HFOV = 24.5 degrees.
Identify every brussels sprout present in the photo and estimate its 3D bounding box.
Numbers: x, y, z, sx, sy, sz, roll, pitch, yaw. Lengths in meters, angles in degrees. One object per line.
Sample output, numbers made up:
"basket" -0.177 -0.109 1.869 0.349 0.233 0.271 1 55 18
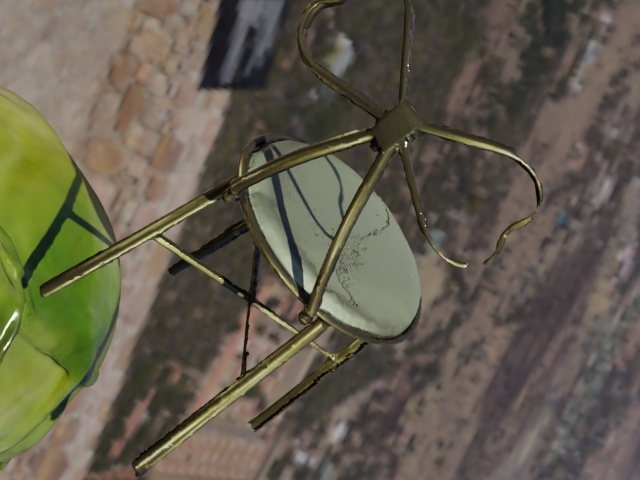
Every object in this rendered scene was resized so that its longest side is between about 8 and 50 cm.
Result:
"brussels sprout" -0.266 0.030 1.024 0.259 0.227 0.294 45 29 -50

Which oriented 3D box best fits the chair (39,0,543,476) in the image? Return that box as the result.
"chair" 0.000 0.000 0.848 0.325 0.160 0.170 -38 164 31
